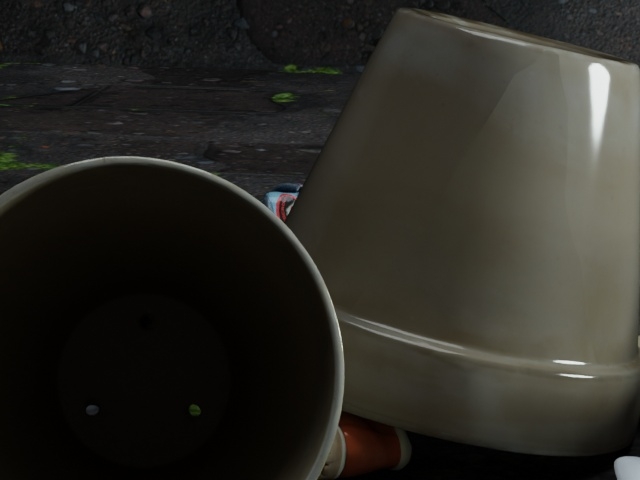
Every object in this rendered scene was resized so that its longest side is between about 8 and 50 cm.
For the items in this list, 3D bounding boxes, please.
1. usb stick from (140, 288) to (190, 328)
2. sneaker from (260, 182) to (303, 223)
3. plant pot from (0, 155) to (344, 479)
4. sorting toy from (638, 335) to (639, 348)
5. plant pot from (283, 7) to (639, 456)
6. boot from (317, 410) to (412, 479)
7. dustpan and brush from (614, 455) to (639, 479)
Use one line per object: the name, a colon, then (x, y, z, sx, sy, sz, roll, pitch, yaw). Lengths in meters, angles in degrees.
usb stick: (-0.117, 0.055, 1.496, 0.077, 0.045, 0.278, 14, -25, -19)
sneaker: (0.000, 0.000, 1.752, 0.261, 0.104, 0.125, -18, -30, 26)
plant pot: (-0.118, 0.090, 1.267, 0.256, 0.257, 0.274, 0, -5, -2)
sorting toy: (0.363, 0.129, 1.523, 0.229, 0.041, 0.307, 3, 15, -5)
plant pot: (0.117, -0.021, 1.483, 0.323, 0.280, 0.323, 13, 9, -2)
boot: (0.004, 0.134, 1.438, 0.084, 0.059, 0.158, -1, 19, -28)
dustpan and brush: (0.211, 0.174, 1.248, 0.147, 0.060, 0.211, 1, 13, -1)
